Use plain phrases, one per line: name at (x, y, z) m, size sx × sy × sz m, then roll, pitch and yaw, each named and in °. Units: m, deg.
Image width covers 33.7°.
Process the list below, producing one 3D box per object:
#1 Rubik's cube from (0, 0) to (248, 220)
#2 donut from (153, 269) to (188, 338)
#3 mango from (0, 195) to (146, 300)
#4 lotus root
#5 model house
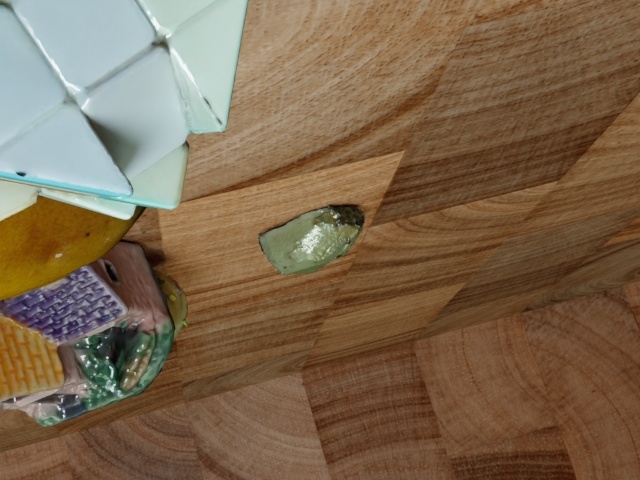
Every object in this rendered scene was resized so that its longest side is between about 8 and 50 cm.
Rubik's cube at (-0.170, -0.134, 0.633) m, size 0.224 × 0.265 × 0.213 m, roll 12°, pitch 179°, yaw -25°
donut at (-0.273, 0.107, 1.506) m, size 0.175 × 0.174 × 0.068 m, roll -19°, pitch 133°, yaw 9°
mango at (-0.294, -0.033, 0.961) m, size 0.287 × 0.153 × 0.201 m, roll -19°, pitch 133°, yaw -42°
lotus root at (0.000, 0.003, 1.568) m, size 0.144 × 0.070 × 0.143 m, roll -28°, pitch 162°, yaw 36°
model house at (-0.344, 0.114, 1.341) m, size 0.237 × 0.202 × 0.237 m, roll -21°, pitch 165°, yaw 16°
